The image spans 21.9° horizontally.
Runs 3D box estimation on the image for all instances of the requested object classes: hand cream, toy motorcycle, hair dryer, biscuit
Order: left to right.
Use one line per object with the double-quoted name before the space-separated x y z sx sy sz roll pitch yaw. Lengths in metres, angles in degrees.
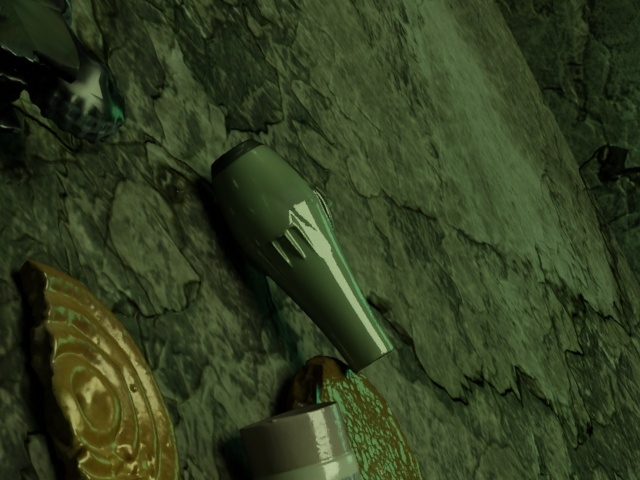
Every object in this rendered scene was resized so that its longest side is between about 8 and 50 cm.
"toy motorcycle" -0.249 -0.155 1.146 0.270 0.106 0.159 19 41 -46
"biscuit" -0.143 0.124 1.136 0.144 0.033 0.224 33 35 -52
"hand cream" 0.009 0.253 1.293 0.133 0.083 0.248 -6 80 -67
"hair dryer" 0.012 0.027 1.546 0.229 0.092 0.267 60 14 21
"biscuit" 0.035 0.203 1.446 0.226 0.042 0.226 51 21 -29
